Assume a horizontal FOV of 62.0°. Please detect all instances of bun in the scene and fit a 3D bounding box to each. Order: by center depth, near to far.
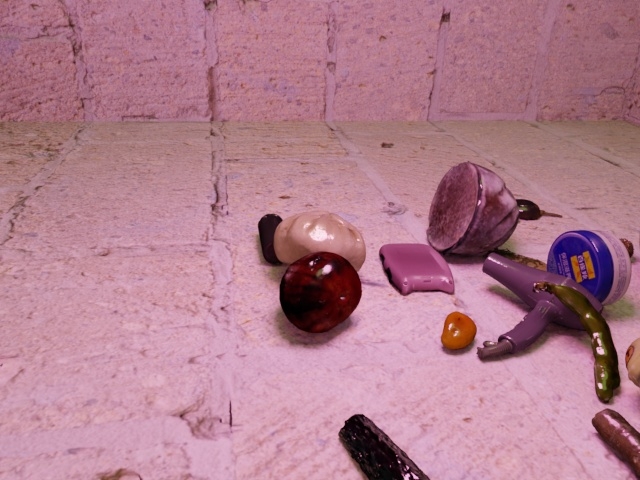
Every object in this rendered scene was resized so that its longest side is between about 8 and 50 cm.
[{"bbox_3d":[0.000,0.000,1.450,0.259,0.160,0.259,7,-6,1],"label":"bun"}]

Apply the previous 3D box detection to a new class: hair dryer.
[{"bbox_3d":[0.476,0.173,1.299,0.301,0.121,0.361,31,45,34],"label":"hair dryer"},{"bbox_3d":[-0.063,-0.002,1.641,0.251,0.089,0.197,4,25,-12],"label":"hair dryer"}]

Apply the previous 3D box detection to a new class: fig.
[{"bbox_3d":[-0.032,0.113,1.297,0.249,0.186,0.204,15,46,40],"label":"fig"}]

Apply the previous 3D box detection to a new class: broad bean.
[{"bbox_3d":[0.592,0.211,1.187,0.144,0.049,0.292,-5,57,-25],"label":"broad bean"}]

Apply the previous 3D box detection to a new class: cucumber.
[{"bbox_3d":[0.109,0.368,0.907,0.078,0.062,0.211,-12,30,-26],"label":"cucumber"}]

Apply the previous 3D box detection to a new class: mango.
[{"bbox_3d":[0.321,0.214,1.249,0.080,0.060,0.114,35,37,26],"label":"mango"}]

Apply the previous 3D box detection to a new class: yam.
[{"bbox_3d":[0.567,0.393,0.906,0.061,0.061,0.253,-4,27,-13],"label":"yam"}]

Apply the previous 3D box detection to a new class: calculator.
[{"bbox_3d":[0.278,0.067,1.566,0.194,0.043,0.294,-1,25,-6],"label":"calculator"}]

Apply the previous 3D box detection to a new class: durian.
[{"bbox_3d":[0.943,0.028,1.672,0.091,0.080,0.080,-2,23,-38],"label":"durian"}]

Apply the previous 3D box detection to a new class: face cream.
[{"bbox_3d":[0.707,0.074,1.405,0.111,0.206,0.206,-4,27,-15],"label":"face cream"}]

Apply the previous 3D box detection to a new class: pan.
[{"bbox_3d":[0.791,-0.125,2.001,0.202,0.048,0.128,-5,26,-17],"label":"pan"}]

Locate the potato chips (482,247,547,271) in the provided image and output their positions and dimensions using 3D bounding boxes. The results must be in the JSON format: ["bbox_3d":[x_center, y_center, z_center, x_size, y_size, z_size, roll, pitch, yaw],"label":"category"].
[{"bbox_3d":[0.597,0.083,1.588,0.202,0.029,0.220,-10,31,-25],"label":"potato chips"}]

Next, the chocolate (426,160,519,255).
[{"bbox_3d":[0.494,-0.079,1.662,0.213,0.303,0.303,14,23,-15],"label":"chocolate"}]

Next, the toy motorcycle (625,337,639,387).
[{"bbox_3d":[0.781,0.277,1.051,0.410,0.169,0.237,-1,32,-20],"label":"toy motorcycle"}]
